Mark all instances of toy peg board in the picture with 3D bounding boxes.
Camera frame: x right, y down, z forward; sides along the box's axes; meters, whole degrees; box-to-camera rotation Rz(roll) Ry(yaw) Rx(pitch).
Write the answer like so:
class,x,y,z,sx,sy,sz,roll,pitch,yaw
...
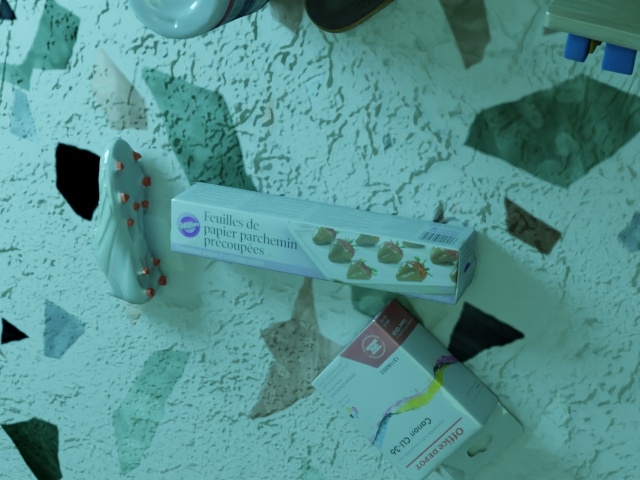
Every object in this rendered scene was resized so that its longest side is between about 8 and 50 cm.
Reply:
class,x,y,z,sx,sy,sz,roll,pitch,yaw
toy peg board,0.287,-0.178,1.111,0.161,0.160,0.079,17,131,17

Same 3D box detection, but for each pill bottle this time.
class,x,y,z,sx,sy,sz,roll,pitch,yaw
pill bottle,-0.099,-0.259,1.226,0.108,0.180,0.108,8,112,21

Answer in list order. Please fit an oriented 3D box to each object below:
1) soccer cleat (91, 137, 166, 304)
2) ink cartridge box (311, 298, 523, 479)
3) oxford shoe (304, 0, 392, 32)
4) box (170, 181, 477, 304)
class,x,y,z,sx,sy,sz,roll,pitch,yaw
soccer cleat,-0.228,-0.018,1.444,0.076,0.068,0.196,3,113,26
ink cartridge box,0.104,0.175,1.370,0.198,0.067,0.115,43,120,3
oxford shoe,0.062,-0.296,1.189,0.097,0.098,0.271,42,120,4
box,0.000,0.000,1.351,0.324,0.067,0.063,10,113,19
